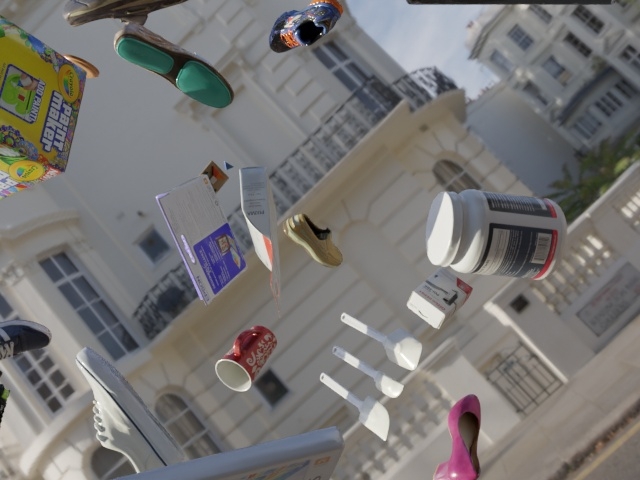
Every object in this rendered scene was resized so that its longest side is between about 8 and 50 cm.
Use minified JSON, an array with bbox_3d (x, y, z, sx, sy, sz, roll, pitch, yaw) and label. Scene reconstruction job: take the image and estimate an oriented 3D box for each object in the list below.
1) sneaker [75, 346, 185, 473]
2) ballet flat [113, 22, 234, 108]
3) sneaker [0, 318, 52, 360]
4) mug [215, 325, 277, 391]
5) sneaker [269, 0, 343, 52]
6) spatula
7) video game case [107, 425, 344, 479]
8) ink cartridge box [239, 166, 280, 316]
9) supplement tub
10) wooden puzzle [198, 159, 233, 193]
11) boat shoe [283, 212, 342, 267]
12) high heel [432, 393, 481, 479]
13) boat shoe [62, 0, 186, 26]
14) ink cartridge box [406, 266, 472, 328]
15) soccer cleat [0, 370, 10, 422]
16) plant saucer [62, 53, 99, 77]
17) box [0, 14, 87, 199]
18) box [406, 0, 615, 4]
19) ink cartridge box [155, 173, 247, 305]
[{"bbox_3d":[-0.338,0.297,1.123,0.091,0.258,0.094,-38,-2,-14],"label":"sneaker"},{"bbox_3d":[-0.348,-0.439,1.650,0.316,0.106,0.107,28,-56,-30],"label":"ballet flat"},{"bbox_3d":[-0.827,0.279,1.676,0.283,0.153,0.099,4,-57,-17],"label":"sneaker"},{"bbox_3d":[-0.192,0.313,1.868,0.150,0.113,0.169,-53,-3,41],"label":"mug"},{"bbox_3d":[-0.048,-0.489,1.563,0.221,0.083,0.087,-16,45,46],"label":"sneaker"},{"bbox_3d":[0.079,0.214,1.149,0.242,0.019,0.168,21,94,62],"label":"spatula"},{"bbox_3d":[-0.150,0.355,0.880,0.329,0.036,0.299,-8,-38,-18],"label":"video game case"},{"bbox_3d":[-0.181,0.013,2.064,0.091,0.384,0.308,-4,-25,0],"label":"ink cartridge box"},{"bbox_3d":[0.397,-0.014,1.531,0.273,0.191,0.191,6,-29,-10],"label":"supplement tub"},{"bbox_3d":[-0.249,-0.137,1.542,0.116,0.014,0.078,-57,-42,-6],"label":"wooden puzzle"},{"bbox_3d":[0.000,0.000,1.552,0.072,0.068,0.190,-32,-46,24],"label":"boat shoe"},{"bbox_3d":[0.314,0.407,1.397,0.117,0.082,0.244,-38,7,46],"label":"high heel"},{"bbox_3d":[-0.504,-0.628,1.781,0.356,0.132,0.130,-17,-44,6],"label":"boat shoe"},{"bbox_3d":[0.292,0.138,1.641,0.135,0.099,0.056,-35,-27,-40],"label":"ink cartridge box"},{"bbox_3d":[-0.627,0.316,1.275,0.072,0.179,0.060,-26,-40,-11],"label":"soccer cleat"},{"bbox_3d":[-0.522,-0.375,1.457,0.083,0.084,0.013,77,-151,-75],"label":"plant saucer"},{"bbox_3d":[-0.533,-0.187,0.910,0.290,0.176,0.279,-15,-29,33],"label":"box"},{"bbox_3d":[0.430,-0.798,1.472,0.297,0.481,0.471,34,-115,-69],"label":"box"},{"bbox_3d":[-0.223,-0.003,1.226,0.045,0.206,0.208,-19,11,18],"label":"ink cartridge box"}]
